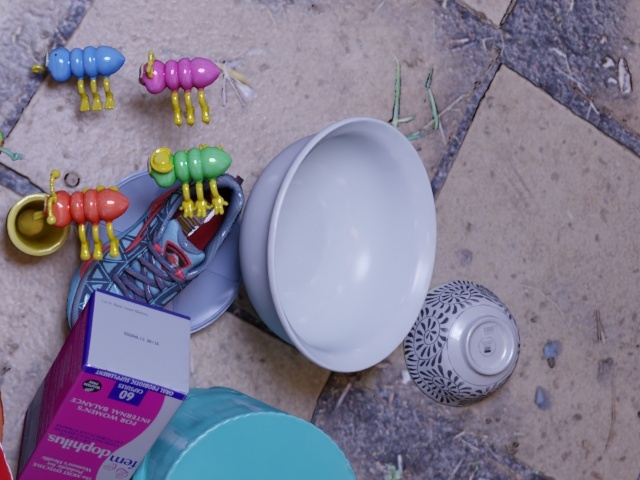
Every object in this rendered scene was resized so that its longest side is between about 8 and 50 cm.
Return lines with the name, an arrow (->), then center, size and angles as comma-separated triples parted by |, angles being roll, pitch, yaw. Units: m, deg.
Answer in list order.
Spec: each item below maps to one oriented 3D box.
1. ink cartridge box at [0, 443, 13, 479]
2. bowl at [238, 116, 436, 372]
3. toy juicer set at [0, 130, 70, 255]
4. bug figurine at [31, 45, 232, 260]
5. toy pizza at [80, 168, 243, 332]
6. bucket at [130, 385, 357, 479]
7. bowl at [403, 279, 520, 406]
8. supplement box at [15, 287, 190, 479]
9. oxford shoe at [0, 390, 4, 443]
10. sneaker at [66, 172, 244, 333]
ink cartridge box -> -0.467, 0.187, 1.066 | 0.272, 0.130, 0.309 | -23, 82, 0
bowl -> 0.000, 0.000, 1.331 | 0.298, 0.134, 0.298 | -9, 102, -48
toy juicer set -> -0.447, -0.012, 1.182 | 0.329, 0.089, 0.209 | -33, 107, -19
bug figurine -> -0.208, -0.123, 1.225 | 0.216, 0.072, 0.279 | -8, 62, -1
toy pizza -> -0.184, 0.014, 1.332 | 0.201, 0.032, 0.201 | 1, 87, -22
bucket -> -0.098, 0.306, 1.275 | 0.281, 0.183, 0.281 | 2, 86, -22
bowl -> 0.202, 0.136, 1.468 | 0.170, 0.080, 0.170 | 1, 88, -24
supplement box -> -0.233, 0.174, 1.199 | 0.111, 0.220, 0.114 | 19, 38, -21
oxford shoe -> -0.389, 0.211, 1.205 | 0.098, 0.097, 0.271 | -5, 90, -18
sneaker -> -0.182, 0.015, 1.247 | 0.104, 0.125, 0.262 | 42, 74, -15
